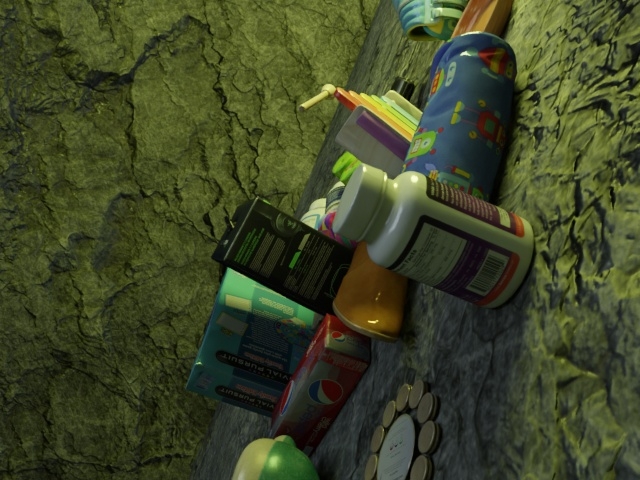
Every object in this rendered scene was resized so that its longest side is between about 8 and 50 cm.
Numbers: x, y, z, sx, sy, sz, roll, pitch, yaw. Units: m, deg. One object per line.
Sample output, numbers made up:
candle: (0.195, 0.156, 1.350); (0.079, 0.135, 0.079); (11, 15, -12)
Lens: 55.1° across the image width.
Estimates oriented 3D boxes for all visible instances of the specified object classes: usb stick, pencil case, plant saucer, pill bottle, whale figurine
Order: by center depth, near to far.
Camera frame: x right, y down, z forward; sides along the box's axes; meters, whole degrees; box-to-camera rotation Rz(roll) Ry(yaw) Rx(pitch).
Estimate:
pill bottle: (0.116, -0.009, 0.656); (0.108, 0.193, 0.108); (-158, 90, -81)
pencil case: (0.176, -0.131, 0.818); (0.133, 0.119, 0.306); (-11, 54, 49)
whale figurine: (-0.063, 0.428, 0.987); (0.272, 0.141, 0.216); (79, -156, -58)
plant saucer: (0.274, -0.364, 1.063); (0.200, 0.037, 0.200); (-158, 90, -82)
pencil case: (0.067, -0.025, 1.221); (0.104, 0.104, 0.236); (-70, 15, -9)
pill bottle: (0.058, -0.077, 1.459); (0.169, 0.094, 0.094); (-85, 19, -60)
usb stick: (0.155, -0.266, 1.497); (0.278, 0.045, 0.077); (-66, 16, 9)
pill bottle: (0.000, 0.000, 1.527); (0.221, 0.124, 0.124); (-76, 12, -46)

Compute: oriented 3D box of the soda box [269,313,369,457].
soda box: (-0.005, 0.260, 1.078); (0.092, 0.083, 0.263); (-85, 20, -58)

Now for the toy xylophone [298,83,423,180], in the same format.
toy xylophone: (0.092, -0.193, 1.021); (0.081, 0.236, 0.323); (-52, 7, 23)

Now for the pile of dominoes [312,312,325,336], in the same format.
pile of dominoes: (0.064, 0.093, 1.288); (0.251, 0.040, 0.196); (-53, 15, 30)

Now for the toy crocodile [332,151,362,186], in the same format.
toy crocodile: (0.106, -0.136, 1.274); (0.105, 0.115, 0.340); (-48, 14, 6)

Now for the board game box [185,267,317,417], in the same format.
board game box: (-0.119, 0.214, 1.309); (0.336, 0.253, 0.079); (-83, 16, -58)

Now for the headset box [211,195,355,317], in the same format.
headset box: (-0.068, 0.037, 1.190); (0.131, 0.283, 0.246); (-63, 12, -8)

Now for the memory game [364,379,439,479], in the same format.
memory game: (0.095, 0.257, 0.736); (0.186, 0.012, 0.186); (-158, 90, -80)

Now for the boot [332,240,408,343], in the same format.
boot: (0.104, 0.019, 0.948); (0.295, 0.104, 0.211); (-91, 24, -77)

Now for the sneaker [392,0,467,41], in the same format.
sneaker: (0.277, -0.510, 1.201); (0.319, 0.127, 0.208); (-30, 63, 43)
